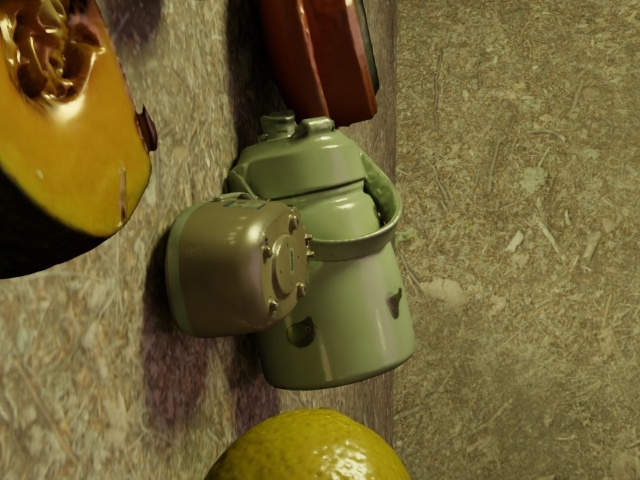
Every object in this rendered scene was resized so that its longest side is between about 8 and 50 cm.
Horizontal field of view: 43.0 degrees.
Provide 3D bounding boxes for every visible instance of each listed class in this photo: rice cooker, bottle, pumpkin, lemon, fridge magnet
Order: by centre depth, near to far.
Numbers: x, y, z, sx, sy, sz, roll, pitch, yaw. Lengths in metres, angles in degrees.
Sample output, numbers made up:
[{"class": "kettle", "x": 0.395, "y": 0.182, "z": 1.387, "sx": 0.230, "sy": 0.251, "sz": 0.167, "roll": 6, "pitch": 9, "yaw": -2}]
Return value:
[{"class": "pumpkin", "x": -0.178, "y": -0.117, "z": 0.426, "sx": 0.190, "sy": 0.139, "sz": 0.280, "roll": 53, "pitch": 39, "yaw": -62}, {"class": "lemon", "x": -0.014, "y": 0.308, "z": 0.836, "sx": 0.267, "sy": 0.267, "sz": 0.267, "roll": -3, "pitch": 90, "yaw": -78}, {"class": "rice cooker", "x": -0.085, "y": 0.025, "z": 0.851, "sx": 0.206, "sy": 0.127, "sz": 0.145, "roll": -35, "pitch": 122, "yaw": -66}, {"class": "bottle", "x": 0.000, "y": 0.000, "z": 1.059, "sx": 0.229, "sy": 0.229, "sz": 0.351, "roll": -37, "pitch": 117, "yaw": -76}, {"class": "fridge magnet", "x": -0.006, "y": -0.303, "z": 1.198, "sx": 0.363, "sy": 0.155, "sz": 0.363, "roll": -11, "pitch": 90, "yaw": -84}]
